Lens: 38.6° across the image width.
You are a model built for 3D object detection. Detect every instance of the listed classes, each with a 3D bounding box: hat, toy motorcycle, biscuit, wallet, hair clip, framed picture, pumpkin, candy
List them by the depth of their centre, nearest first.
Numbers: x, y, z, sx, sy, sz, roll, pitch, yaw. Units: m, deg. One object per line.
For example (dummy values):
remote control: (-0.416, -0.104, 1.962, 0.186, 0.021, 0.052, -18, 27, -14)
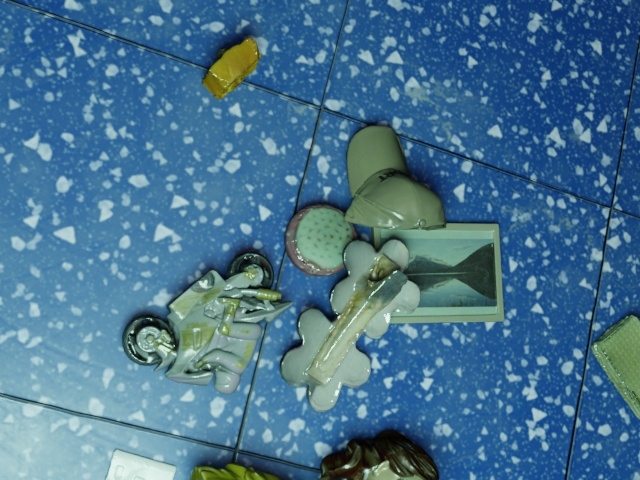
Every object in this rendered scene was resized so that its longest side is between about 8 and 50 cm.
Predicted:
wallet: (-0.230, 0.299, 1.171, 0.083, 0.011, 0.044, 20, 76, -15)
toy motorcycle: (-0.135, 0.123, 1.199, 0.225, 0.073, 0.152, -33, 93, -18)
hair clip: (0.046, 0.111, 1.251, 0.146, 0.075, 0.257, 38, 88, -29)
pumpkin: (-0.123, -0.241, 1.261, 0.083, 0.074, 0.054, -42, 94, -19)
candy: (0.000, 0.000, 1.278, 0.103, 0.043, 0.103, 2, 82, -17)
hat: (0.104, -0.089, 1.283, 0.147, 0.085, 0.175, 0, 70, -30)
framed picture: (0.173, 0.047, 1.340, 0.203, 0.015, 0.150, 1, 81, -18)
biscuit: (0.542, 0.150, 1.425, 0.250, 0.046, 0.147, -37, 92, -19)

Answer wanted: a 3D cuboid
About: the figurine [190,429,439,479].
figurine: (0.008, 0.336, 1.159, 0.316, 0.168, 0.187, -11, 96, -22)
